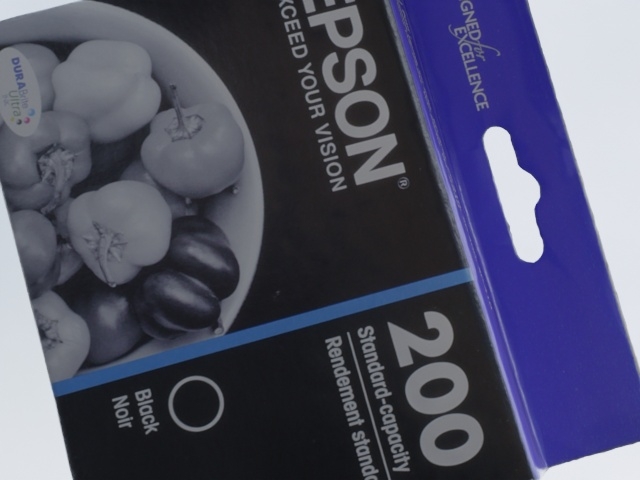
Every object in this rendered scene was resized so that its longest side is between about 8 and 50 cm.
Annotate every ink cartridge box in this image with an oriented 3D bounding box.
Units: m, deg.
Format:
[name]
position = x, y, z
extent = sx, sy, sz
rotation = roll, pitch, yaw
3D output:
[ink cartridge box]
position = 0.000, 0.000, 0.410
extent = 0.208, 0.045, 0.206
rotation = -16, -97, -4
